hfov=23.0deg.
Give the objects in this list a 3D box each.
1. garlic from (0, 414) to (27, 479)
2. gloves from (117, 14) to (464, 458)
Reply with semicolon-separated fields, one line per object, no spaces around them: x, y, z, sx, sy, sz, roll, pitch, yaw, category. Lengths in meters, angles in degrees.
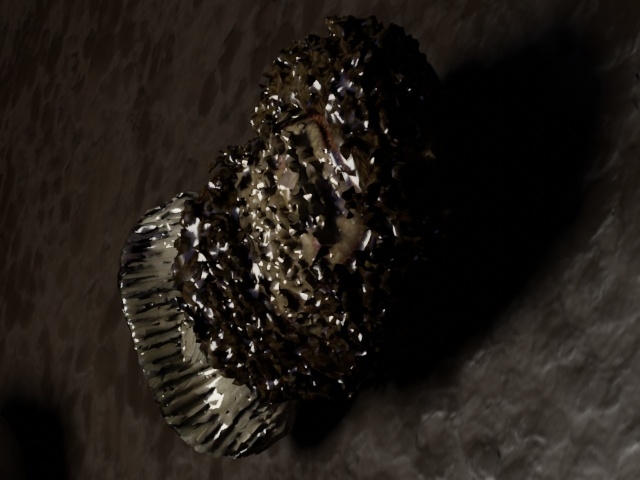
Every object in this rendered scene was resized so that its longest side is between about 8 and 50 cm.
-0.382;0.258;1.350;0.317;0.259;0.317;-39;45;54;garlic
-0.006;-0.004;0.941;0.312;0.135;0.210;-35;48;49;gloves
